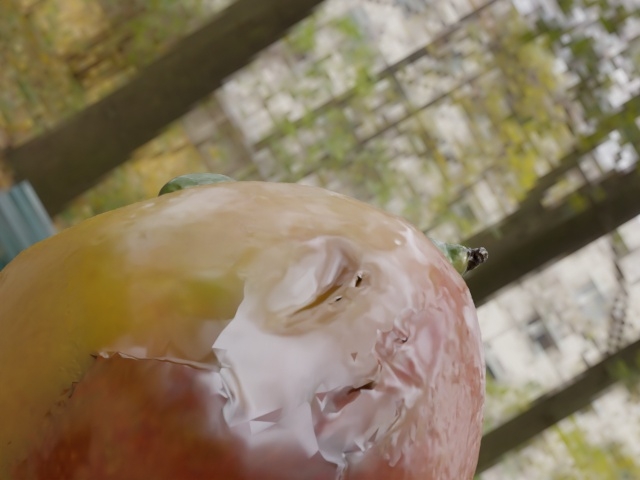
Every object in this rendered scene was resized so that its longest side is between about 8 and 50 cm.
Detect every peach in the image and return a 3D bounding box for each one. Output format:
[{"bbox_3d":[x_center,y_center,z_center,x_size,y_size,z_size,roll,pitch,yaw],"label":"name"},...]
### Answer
[{"bbox_3d":[-0.068,0.120,1.042,0.372,0.372,0.290,178,-105,-90],"label":"peach"}]

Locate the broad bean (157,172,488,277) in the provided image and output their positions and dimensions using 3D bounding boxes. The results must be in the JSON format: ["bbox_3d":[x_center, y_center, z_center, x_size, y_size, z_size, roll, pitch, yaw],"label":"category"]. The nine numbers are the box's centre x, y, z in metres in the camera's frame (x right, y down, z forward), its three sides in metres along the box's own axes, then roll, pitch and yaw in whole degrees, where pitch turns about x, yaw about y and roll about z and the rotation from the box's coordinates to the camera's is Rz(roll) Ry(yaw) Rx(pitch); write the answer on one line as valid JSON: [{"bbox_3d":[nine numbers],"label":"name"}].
[{"bbox_3d":[-0.001,0.000,1.327,0.053,0.256,0.052,126,-31,-44],"label":"broad bean"}]
